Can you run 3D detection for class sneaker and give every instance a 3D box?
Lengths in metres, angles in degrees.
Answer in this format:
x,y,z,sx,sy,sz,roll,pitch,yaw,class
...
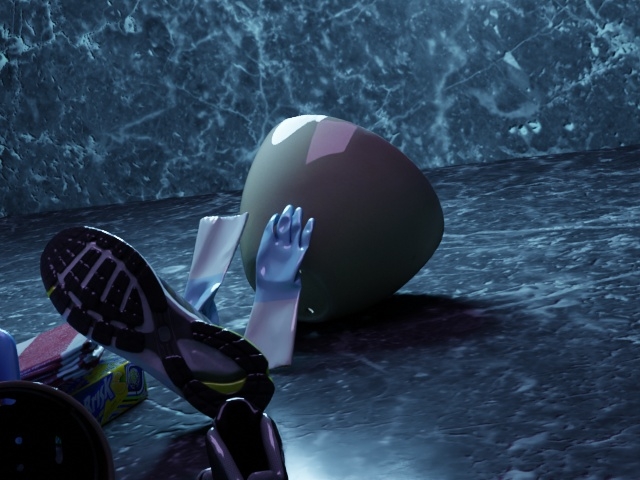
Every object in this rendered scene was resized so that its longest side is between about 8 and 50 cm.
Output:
x,y,z,sx,sy,sz,roll,pitch,yaw,class
-0.183,0.099,1.562,0.111,0.300,0.121,-49,-4,-10,sneaker
-0.064,0.186,1.171,0.086,0.132,0.229,-12,10,-18,sneaker

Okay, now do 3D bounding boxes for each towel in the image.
x,y,z,sx,sy,sz,roll,pitch,yaw,class
-0.386,0.166,1.648,0.329,0.037,0.237,-23,9,5,towel

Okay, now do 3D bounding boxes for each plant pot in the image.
x,y,z,sx,sy,sz,roll,pitch,yaw,class
-0.273,0.199,1.257,0.167,0.167,0.165,-12,3,-14,plant pot
0.000,0.000,1.931,0.284,0.284,0.191,-1,44,41,plant pot

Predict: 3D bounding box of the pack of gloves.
x,y,z,sx,sy,sz,roll,pitch,yaw,class
-0.108,0.054,1.789,0.195,0.232,0.046,-10,-33,34,pack of gloves

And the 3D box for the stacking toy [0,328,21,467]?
x,y,z,sx,sy,sz,roll,pitch,yaw,class
-0.430,0.154,1.362,0.175,0.165,0.302,-8,-10,18,stacking toy

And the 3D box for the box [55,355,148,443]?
x,y,z,sx,sy,sz,roll,pitch,yaw,class
-0.266,0.180,1.630,0.059,0.054,0.169,-5,11,24,box
